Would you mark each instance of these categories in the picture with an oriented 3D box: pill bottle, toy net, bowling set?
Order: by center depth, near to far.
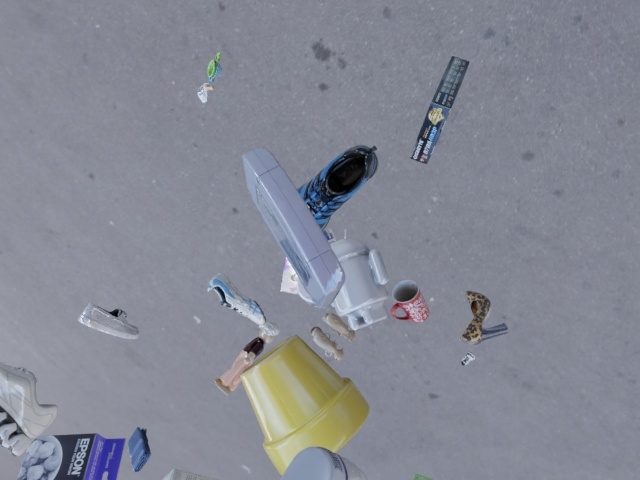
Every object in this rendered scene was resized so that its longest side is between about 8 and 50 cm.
[{"bbox_3d":[-0.005,0.110,1.057,0.078,0.078,0.137,21,169,12],"label":"pill bottle"},{"bbox_3d":[0.000,0.000,1.932,0.120,0.067,0.067,-21,124,-8],"label":"pill bottle"},{"bbox_3d":[-0.469,-0.672,1.946,0.045,0.122,0.232,3,152,-35],"label":"toy net"},{"bbox_3d":[0.060,0.405,2.075,0.154,0.287,0.200,41,146,-1],"label":"bowling set"}]

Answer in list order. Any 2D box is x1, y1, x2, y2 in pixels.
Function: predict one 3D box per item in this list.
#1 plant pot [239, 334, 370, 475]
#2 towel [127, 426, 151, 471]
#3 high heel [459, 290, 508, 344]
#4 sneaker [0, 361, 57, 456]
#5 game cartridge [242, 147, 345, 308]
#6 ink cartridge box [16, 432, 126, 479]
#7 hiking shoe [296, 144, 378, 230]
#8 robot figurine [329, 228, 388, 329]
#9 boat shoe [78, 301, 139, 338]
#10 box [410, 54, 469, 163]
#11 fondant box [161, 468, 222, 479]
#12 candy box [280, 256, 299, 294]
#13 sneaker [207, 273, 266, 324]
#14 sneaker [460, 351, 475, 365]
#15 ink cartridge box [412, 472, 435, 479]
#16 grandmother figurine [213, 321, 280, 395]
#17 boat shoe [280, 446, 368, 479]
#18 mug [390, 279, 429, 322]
[{"bbox_3d":[-0.054,0.362,1.088,0.239,0.254,0.254,55,135,5],"label":"plant pot"},{"bbox_3d":[-0.502,0.579,1.300,0.029,0.067,0.119,35,178,-34],"label":"towel"},{"bbox_3d":[0.579,0.292,1.826,0.186,0.261,0.093,-13,125,-10],"label":"high heel"},{"bbox_3d":[-0.648,0.281,0.927,0.110,0.118,0.292,-12,114,48],"label":"sneaker"},{"bbox_3d":[-0.051,-0.021,0.874,0.297,0.062,0.198,59,163,12],"label":"game cartridge"},{"bbox_3d":[-0.559,0.535,1.030,0.208,0.207,0.045,-2,137,-4],"label":"ink cartridge box"},{"bbox_3d":[0.001,-0.103,1.043,0.113,0.132,0.304,43,97,3],"label":"hiking shoe"},{"bbox_3d":[0.119,0.143,1.724,0.299,0.199,0.354,-29,75,35],"label":"robot figurine"},{"bbox_3d":[-0.538,0.207,1.220,0.066,0.063,0.184,17,166,39],"label":"boat shoe"},{"bbox_3d":[0.296,-0.324,1.167,0.051,0.220,0.175,23,145,7],"label":"box"},{"bbox_3d":[-0.238,0.657,1.110,0.330,0.096,0.238,25,132,-18],"label":"fondant box"},{"bbox_3d":[-0.101,0.165,2.294,0.164,0.197,0.070,4,172,36],"label":"candy box"},{"bbox_3d":[-0.288,0.215,1.609,0.237,0.086,0.085,42,149,-6],"label":"sneaker"},{"bbox_3d":[0.514,0.417,1.637,0.032,0.037,0.083,43,158,25],"label":"sneaker"},{"bbox_3d":[0.265,0.877,1.307,0.119,0.354,0.207,14,135,16],"label":"ink cartridge box"},{"bbox_3d":[-0.300,0.482,1.972,0.104,0.342,0.207,47,165,-19],"label":"grandmother figurine"},{"bbox_3d":[-0.043,0.483,0.672,0.156,0.367,0.135,38,168,-34],"label":"boat shoe"},{"bbox_3d":[0.361,0.262,1.923,0.150,0.113,0.169,-27,129,12],"label":"mug"}]
